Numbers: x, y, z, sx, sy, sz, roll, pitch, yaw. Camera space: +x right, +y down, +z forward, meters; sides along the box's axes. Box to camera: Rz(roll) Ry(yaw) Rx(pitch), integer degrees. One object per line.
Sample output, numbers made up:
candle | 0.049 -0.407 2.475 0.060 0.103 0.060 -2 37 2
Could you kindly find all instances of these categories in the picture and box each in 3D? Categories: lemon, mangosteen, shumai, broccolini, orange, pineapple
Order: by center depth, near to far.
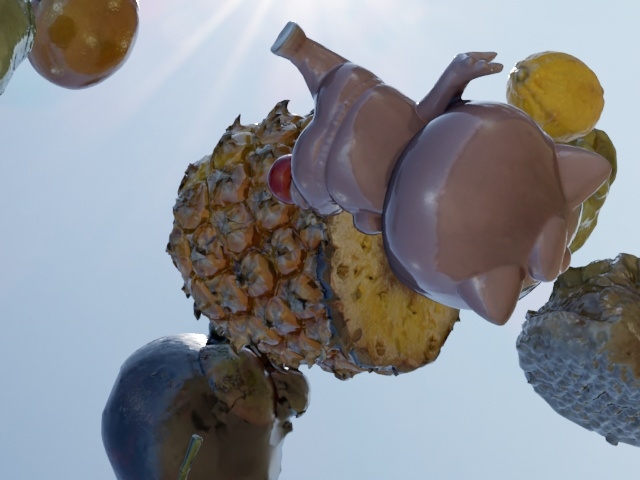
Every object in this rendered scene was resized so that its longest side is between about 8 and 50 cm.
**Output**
pineapple | -0.001 -0.003 1.187 0.352 0.300 0.353 -13 -72 -45
orange | -0.297 -0.263 1.209 0.124 0.156 0.156 43 -116 -43
lemon | 0.296 -0.184 1.257 0.155 0.114 0.114 13 -93 -41
shumai | 0.438 0.115 1.402 0.262 0.267 0.314 -59 -28 -21
broccolini | -0.220 0.382 1.464 0.042 0.044 0.218 11 -67 -25
mangosteen | -0.223 0.329 1.894 0.381 0.380 0.422 49 -119 -46

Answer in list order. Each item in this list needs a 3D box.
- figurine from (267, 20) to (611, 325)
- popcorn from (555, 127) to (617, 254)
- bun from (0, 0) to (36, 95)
figurine | 0.077 -0.055 0.761 0.186 0.287 0.176 27 -92 -59
popcorn | 0.337 -0.058 1.594 0.334 0.292 0.294 -49 -52 -68
bun | -0.384 -0.201 1.019 0.195 0.195 0.118 -60 -32 -25
